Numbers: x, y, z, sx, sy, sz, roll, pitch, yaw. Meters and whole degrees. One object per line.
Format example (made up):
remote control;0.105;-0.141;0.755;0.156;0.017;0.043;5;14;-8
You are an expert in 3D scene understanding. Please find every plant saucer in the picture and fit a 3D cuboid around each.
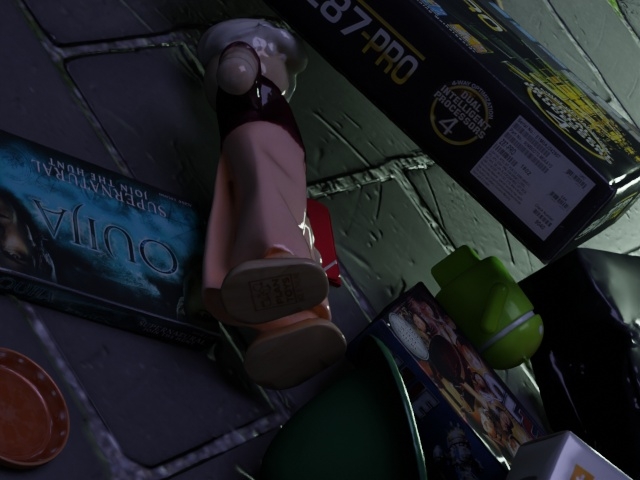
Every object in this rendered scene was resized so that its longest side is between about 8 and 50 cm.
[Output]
plant saucer;-0.194;0.105;1.031;0.083;0.013;0.083;29;39;-27

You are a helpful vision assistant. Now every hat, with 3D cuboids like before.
hat;-0.034;0.163;1.115;0.183;0.208;0.173;-9;92;-10

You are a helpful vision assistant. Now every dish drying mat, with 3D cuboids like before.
dish drying mat;0.000;0.000;1.361;0.032;0.008;0.083;22;42;-33

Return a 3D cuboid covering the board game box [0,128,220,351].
board game box;-0.157;0.001;1.165;0.186;0.026;0.126;20;43;-37

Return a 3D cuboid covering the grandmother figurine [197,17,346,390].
grandmother figurine;-0.047;-0.061;1.268;0.104;0.208;0.342;-7;41;-3

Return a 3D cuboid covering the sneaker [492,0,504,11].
sneaker;0.139;-0.294;1.761;0.188;0.066;0.071;52;33;4

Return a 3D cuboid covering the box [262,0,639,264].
box;0.113;-0.157;1.452;0.395;0.097;0.318;44;16;11

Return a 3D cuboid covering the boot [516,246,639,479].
boot;0.402;0.175;1.522;0.445;0.146;0.367;7;43;-49

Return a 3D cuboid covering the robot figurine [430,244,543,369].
robot figurine;0.143;0.060;1.412;0.115;0.067;0.101;55;4;9

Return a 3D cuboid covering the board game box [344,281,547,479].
board game box;0.125;0.149;1.284;0.243;0.042;0.165;50;16;1

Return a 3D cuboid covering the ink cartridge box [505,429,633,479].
ink cartridge box;0.152;0.326;1.100;0.175;0.069;0.371;38;56;-17
